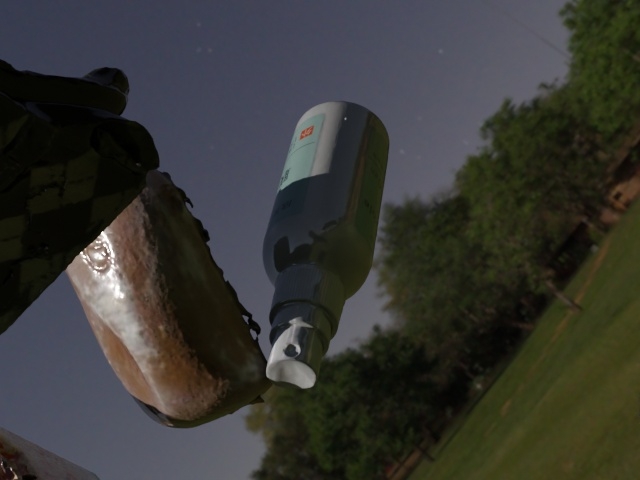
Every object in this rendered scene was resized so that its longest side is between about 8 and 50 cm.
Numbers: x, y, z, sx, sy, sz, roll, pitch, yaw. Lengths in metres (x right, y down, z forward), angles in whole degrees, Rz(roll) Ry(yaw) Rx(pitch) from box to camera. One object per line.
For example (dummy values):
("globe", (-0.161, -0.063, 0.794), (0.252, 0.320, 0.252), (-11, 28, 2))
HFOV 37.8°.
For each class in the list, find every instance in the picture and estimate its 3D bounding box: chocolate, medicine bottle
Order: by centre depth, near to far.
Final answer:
("chocolate", (-0.161, 0.060, 0.851), (0.161, 0.261, 0.083), (-33, -5, 37))
("medicine bottle", (0.000, 0.000, 0.935), (0.351, 0.110, 0.110), (-78, 10, -46))

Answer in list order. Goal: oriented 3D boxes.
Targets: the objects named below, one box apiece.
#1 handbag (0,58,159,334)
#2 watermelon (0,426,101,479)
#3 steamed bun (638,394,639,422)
("handbag", (-0.312, -0.045, 0.452), (0.317, 0.180, 0.416), (-35, -34, 16))
("watermelon", (-0.279, 0.281, 0.815), (0.175, 0.322, 0.188), (-50, -49, -7))
("steamed bun", (0.134, 0.073, 0.137), (0.106, 0.192, 0.177), (14, -93, -56))
